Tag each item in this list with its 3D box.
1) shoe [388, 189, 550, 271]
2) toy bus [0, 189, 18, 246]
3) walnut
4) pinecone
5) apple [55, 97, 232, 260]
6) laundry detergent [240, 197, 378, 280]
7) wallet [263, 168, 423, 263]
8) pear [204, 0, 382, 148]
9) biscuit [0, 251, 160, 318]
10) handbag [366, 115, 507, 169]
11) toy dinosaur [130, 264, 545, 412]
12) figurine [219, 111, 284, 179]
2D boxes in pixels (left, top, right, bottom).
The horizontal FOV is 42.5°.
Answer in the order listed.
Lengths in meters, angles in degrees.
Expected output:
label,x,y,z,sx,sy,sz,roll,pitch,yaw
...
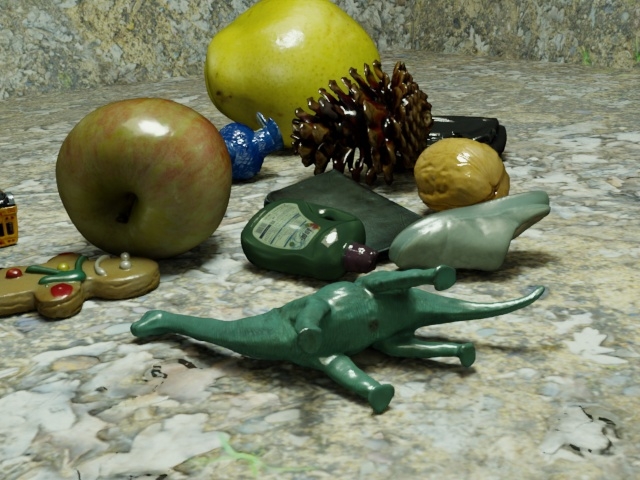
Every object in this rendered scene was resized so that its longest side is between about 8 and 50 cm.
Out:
label,x,y,z,sx,sy,sz,roll,pitch,yaw
shoe,0.222,0.004,1.161,0.250,0.103,0.100,-20,66,-10
toy bus,-0.575,-0.049,1.395,0.083,0.088,0.194,-14,24,-31
walnut,0.232,-0.102,1.371,0.144,0.144,0.180,-10,12,-21
pinecone,0.074,-0.216,1.592,0.292,0.247,0.246,-14,15,18
apple,-0.257,-0.102,1.248,0.256,0.257,0.234,3,35,15
laundry detergent,0.000,0.000,1.183,0.221,0.078,0.144,11,40,38
wallet,0.043,-0.038,1.342,0.172,0.045,0.318,-19,29,-28
pear,-0.064,-0.393,1.920,0.418,0.363,0.362,-7,20,-15
biscuit,-0.374,0.055,1.137,0.301,0.049,0.197,-5,21,-11
handbag,0.251,-0.205,1.765,0.275,0.088,0.244,7,25,21
toy dinosaur,0.008,0.080,0.966,0.383,0.130,0.330,-13,13,-31
figurine,-0.200,-0.167,1.672,0.262,0.121,0.164,-20,13,1
